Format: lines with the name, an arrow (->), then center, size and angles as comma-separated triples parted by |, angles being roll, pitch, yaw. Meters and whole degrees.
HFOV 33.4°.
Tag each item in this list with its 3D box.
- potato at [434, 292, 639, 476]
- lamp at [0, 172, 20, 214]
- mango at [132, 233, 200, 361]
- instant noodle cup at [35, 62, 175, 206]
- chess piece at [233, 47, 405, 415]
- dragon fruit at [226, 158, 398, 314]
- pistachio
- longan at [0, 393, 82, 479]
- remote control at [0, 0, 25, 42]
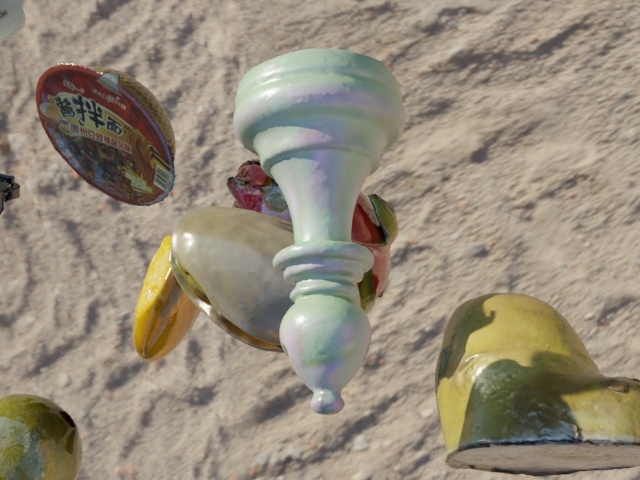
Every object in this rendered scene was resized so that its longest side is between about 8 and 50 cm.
potato -> 0.342, 0.206, 1.669 | 0.397, 0.290, 0.295 | -28, 55, 53
lamp -> -0.689, -0.102, 2.078 | 0.227, 0.172, 0.147 | 33, 123, 35
mango -> -0.236, 0.098, 1.703 | 0.102, 0.141, 0.217 | 21, 98, -19
instant noodle cup -> -0.318, -0.186, 1.698 | 0.274, 0.090, 0.274 | 23, 140, 21
chess piece -> 0.000, 0.000, 0.832 | 0.139, 0.139, 0.271 | -10, 72, 29
dragon fruit -> -0.032, -0.018, 1.746 | 0.306, 0.305, 0.225 | 18, 140, 23
pistachio -> -0.072, 0.048, 1.480 | 0.288, 0.197, 0.166 | 32, 151, -2
longan -> -0.409, 0.291, 1.447 | 0.176, 0.145, 0.154 | -30, 63, -4
remote control -> -0.508, -0.381, 1.394 | 0.051, 0.103, 0.293 | -29, 107, 29
